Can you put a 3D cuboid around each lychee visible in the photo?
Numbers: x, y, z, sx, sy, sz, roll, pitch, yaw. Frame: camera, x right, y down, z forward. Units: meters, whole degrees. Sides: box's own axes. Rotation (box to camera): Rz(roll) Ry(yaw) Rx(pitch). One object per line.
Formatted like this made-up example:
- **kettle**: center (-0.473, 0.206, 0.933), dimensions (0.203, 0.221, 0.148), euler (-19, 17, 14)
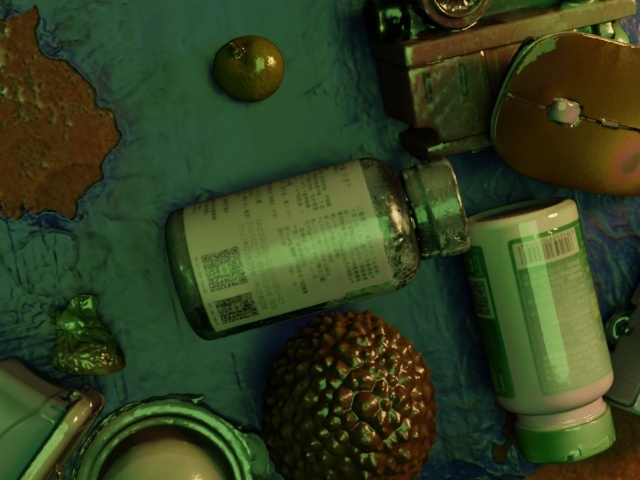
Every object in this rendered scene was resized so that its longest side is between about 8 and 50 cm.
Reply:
- **lychee**: center (0.026, 0.180, 1.187), dimensions (0.200, 0.238, 0.200), euler (10, 49, -12)

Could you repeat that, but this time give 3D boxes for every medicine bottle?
- **medicine bottle**: center (0.000, 0.000, 1.167), dimensions (0.293, 0.141, 0.141), euler (-15, 97, 3)
- **medicine bottle**: center (0.240, 0.098, 1.246), dimensions (0.134, 0.133, 0.274), euler (-14, 95, -9)

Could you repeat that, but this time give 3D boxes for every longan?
- **longan**: center (-0.076, -0.183, 1.196), dimensions (0.075, 0.083, 0.075), euler (-7, 65, 15)

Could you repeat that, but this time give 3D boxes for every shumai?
- **shumai**: center (-0.239, 0.097, 1.192), dimensions (0.083, 0.082, 0.080), euler (5, 92, -34)

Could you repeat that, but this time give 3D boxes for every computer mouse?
- **computer mouse**: center (0.309, -0.130, 1.206), dimensions (0.311, 0.072, 0.158), euler (5, 114, -37)

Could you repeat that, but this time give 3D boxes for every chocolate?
- **chocolate**: center (-0.151, 0.268, 1.182), dimensions (0.221, 0.147, 0.221), euler (0, 92, -14)

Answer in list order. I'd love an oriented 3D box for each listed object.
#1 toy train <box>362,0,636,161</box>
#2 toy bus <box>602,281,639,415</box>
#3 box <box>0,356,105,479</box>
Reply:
- **toy train**: center (0.199, -0.221, 1.220), dimensions (0.305, 0.150, 0.221), euler (-15, 107, -10)
- **toy bus**: center (0.434, 0.056, 1.298), dimensions (0.136, 0.109, 0.329), euler (27, 90, -22)
- **box**: center (-0.320, 0.227, 1.145), dimensions (0.130, 0.162, 0.227), euler (36, 87, -1)
